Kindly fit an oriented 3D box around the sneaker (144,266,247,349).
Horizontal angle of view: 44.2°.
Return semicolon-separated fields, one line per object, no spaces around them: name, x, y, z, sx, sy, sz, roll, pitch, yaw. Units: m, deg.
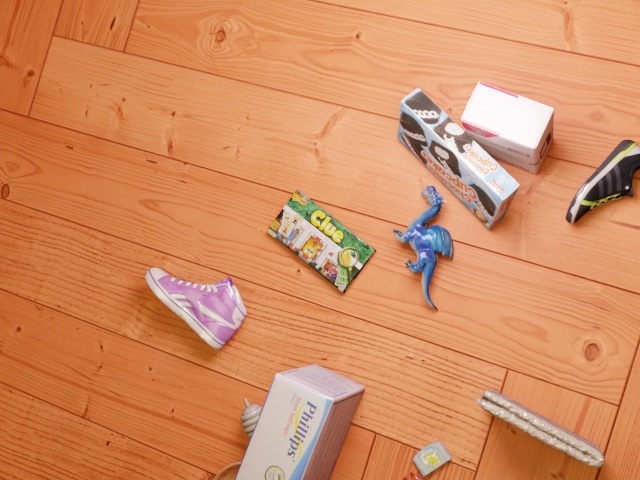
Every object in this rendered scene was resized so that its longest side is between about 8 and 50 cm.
sneaker;-0.311;0.131;2.033;0.282;0.102;0.161;40;94;6

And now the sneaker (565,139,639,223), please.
sneaker;0.644;-0.118;1.745;0.097;0.084;0.234;41;98;16

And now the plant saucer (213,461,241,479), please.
plant saucer;-0.183;0.653;1.972;0.200;0.037;0.200;-1;85;17

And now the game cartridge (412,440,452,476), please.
game cartridge;0.260;0.510;1.851;0.083;0.017;0.056;-38;72;11

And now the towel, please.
towel;0.473;0.405;1.701;0.282;0.187;0.049;27;90;19

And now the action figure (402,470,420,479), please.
action figure;0.241;0.591;1.831;0.038;0.030;0.115;-27;54;-26

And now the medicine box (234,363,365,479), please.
medicine box;-0.039;0.440;1.810;0.149;0.289;0.263;22;92;18

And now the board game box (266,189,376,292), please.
board game box;0.000;0.000;1.974;0.260;0.030;0.136;38;95;17

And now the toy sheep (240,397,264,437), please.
toy sheep;-0.155;0.450;1.956;0.091;0.091;0.132;-31;82;13

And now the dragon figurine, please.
dragon figurine;0.264;0.012;1.856;0.144;0.085;0.289;-22;78;15

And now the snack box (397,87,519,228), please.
snack box;0.307;-0.184;1.804;0.060;0.187;0.322;-40;74;-10

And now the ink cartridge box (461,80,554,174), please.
ink cartridge box;0.419;-0.245;1.749;0.172;0.237;0.100;25;89;18
